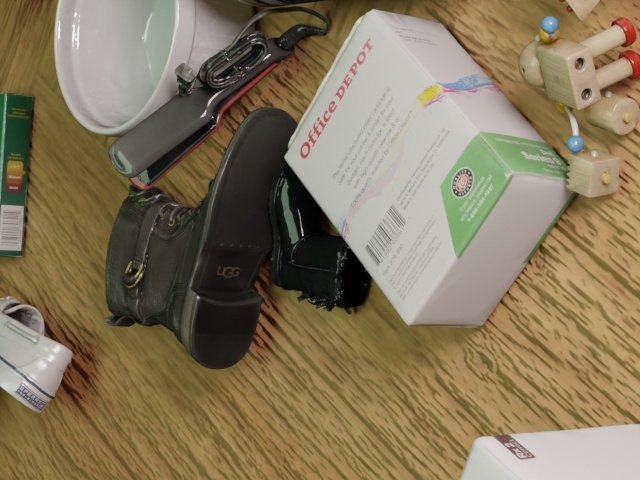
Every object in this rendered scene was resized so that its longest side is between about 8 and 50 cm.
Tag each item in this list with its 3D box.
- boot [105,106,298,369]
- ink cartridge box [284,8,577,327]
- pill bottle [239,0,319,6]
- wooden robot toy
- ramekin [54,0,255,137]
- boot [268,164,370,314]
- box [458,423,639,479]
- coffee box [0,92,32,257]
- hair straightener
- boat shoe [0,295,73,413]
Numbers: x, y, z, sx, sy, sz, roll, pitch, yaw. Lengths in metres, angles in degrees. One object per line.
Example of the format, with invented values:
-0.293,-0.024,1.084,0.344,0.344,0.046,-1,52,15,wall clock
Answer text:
-0.127,-0.017,1.537,0.229,0.091,0.263,28,101,55,boot
0.082,-0.057,1.291,0.212,0.093,0.154,53,124,35,ink cartridge box
0.026,-0.272,1.323,0.265,0.153,0.153,3,90,49,pill bottle
0.181,-0.121,1.187,0.079,0.076,0.173,27,139,55,wooden robot toy
-0.153,-0.197,1.558,0.207,0.109,0.207,-4,84,50,ramekin
0.000,0.000,1.418,0.099,0.045,0.121,16,106,51,boot
0.197,0.219,1.072,0.181,0.182,0.119,40,119,43,box
-0.373,-0.075,1.855,0.113,0.040,0.184,2,89,49,coffee box
-0.092,-0.132,1.450,0.230,0.089,0.047,-35,72,5,hair straightener
-0.335,0.106,1.777,0.084,0.095,0.258,-52,39,-6,boat shoe
